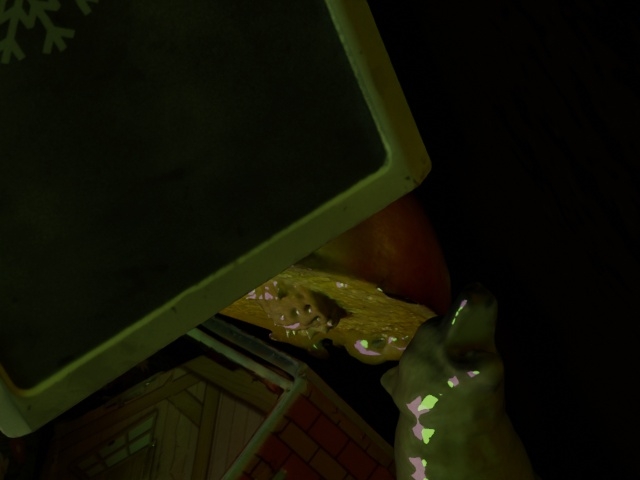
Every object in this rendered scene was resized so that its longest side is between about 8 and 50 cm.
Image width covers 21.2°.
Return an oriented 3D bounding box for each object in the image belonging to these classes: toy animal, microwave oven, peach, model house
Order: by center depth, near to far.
[{"bbox_3d":[-0.100,-0.108,0.427,0.194,0.145,0.240,44,163,55],"label":"microwave oven"},{"bbox_3d":[0.067,0.119,0.503,0.101,0.103,0.219,-97,-20,-48],"label":"toy animal"},{"bbox_3d":[0.000,0.000,0.516,0.098,0.098,0.061,90,-168,-76],"label":"peach"},{"bbox_3d":[-0.003,0.112,0.640,0.294,0.154,0.207,46,-149,-30],"label":"model house"}]
